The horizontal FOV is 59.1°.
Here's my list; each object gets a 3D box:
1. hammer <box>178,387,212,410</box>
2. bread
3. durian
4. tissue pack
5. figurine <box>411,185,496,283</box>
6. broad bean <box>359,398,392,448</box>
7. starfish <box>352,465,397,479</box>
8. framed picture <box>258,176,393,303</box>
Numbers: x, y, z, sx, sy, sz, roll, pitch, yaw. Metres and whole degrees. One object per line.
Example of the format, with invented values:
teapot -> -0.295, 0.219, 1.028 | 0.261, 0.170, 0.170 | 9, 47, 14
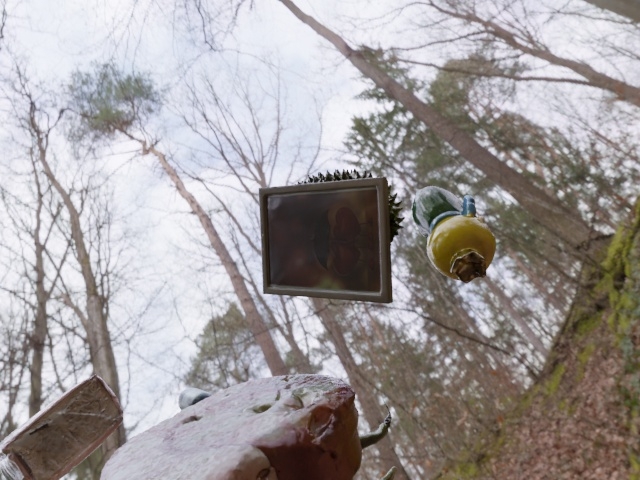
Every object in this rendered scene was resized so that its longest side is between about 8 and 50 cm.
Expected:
hammer -> -0.295, 0.475, 1.509 | 0.069, 0.116, 0.193 | -48, -65, -32
bread -> -0.109, 0.275, 0.717 | 0.295, 0.114, 0.328 | -14, 5, 44
durian -> 0.032, -0.067, 1.265 | 0.158, 0.352, 0.168 | -38, -57, -42
tissue pack -> -0.513, 0.382, 1.101 | 0.201, 0.124, 0.271 | -44, 5, -39
figurine -> 0.250, 0.012, 1.002 | 0.127, 0.234, 0.185 | -35, -56, 2
broad bean -> 0.067, 0.545, 1.549 | 0.318, 0.098, 0.055 | -17, -39, -28
starfish -> 0.079, 0.610, 1.227 | 0.078, 0.347, 0.358 | -37, -17, 33
framed picture -> 0.000, 0.000, 1.021 | 0.020, 0.290, 0.211 | -5, -86, -51
